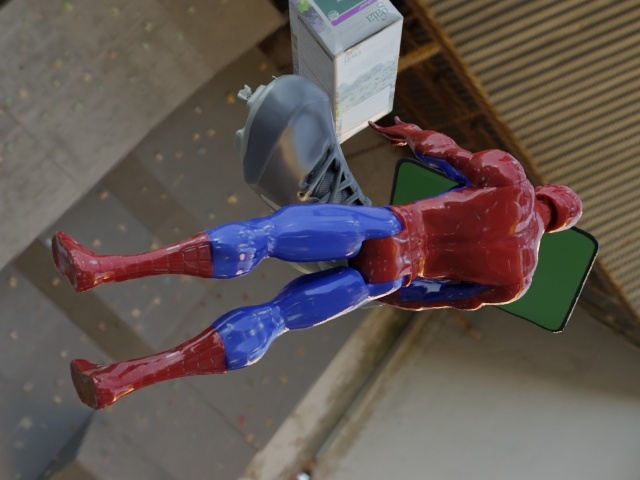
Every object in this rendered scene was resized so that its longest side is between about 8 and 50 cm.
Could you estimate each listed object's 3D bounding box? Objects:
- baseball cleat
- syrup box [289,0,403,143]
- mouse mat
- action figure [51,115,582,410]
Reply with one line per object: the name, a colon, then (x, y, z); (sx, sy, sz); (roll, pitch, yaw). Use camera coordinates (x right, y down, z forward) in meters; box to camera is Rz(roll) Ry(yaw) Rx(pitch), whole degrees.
baseball cleat: (0.014, -0.024, 0.643); (0.109, 0.072, 0.206); (31, -13, 18)
syrup box: (0.029, -0.217, 1.296); (0.096, 0.093, 0.237); (53, -11, 17)
mouse mat: (0.146, 0.007, 0.975); (0.190, 0.007, 0.152); (23, -34, 13)
action figure: (0.000, 0.000, 0.556); (0.139, 0.280, 0.091); (25, -57, 61)
